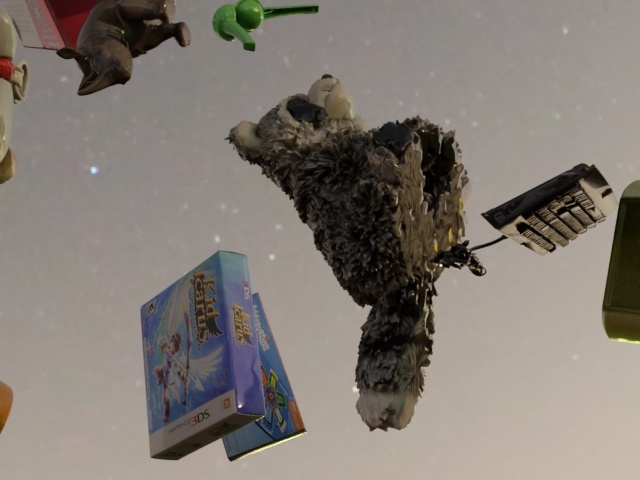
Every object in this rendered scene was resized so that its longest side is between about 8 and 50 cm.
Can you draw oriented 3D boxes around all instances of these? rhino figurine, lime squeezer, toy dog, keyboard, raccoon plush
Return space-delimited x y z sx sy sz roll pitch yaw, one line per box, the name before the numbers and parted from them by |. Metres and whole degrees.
rhino figurine | -0.187 -0.218 1.138 0.106 0.243 0.073 4 -43 21
lime squeezer | -0.099 -0.342 1.745 0.110 0.058 0.310 -4 19 20
toy dog | -0.637 -0.252 2.069 0.161 0.333 0.220 1 -35 -5
keyboard | 0.232 -0.009 1.265 0.202 0.033 0.317 -28 -15 15
raccoon plush | 0.000 0.000 1.482 0.299 0.446 0.216 5 -20 34

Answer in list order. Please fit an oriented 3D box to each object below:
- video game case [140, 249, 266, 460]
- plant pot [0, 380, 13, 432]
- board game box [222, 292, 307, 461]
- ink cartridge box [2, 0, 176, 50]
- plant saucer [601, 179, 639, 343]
video game case | -0.194 0.185 1.809 0.061 0.269 0.244 13 -33 -39
plant pot | -0.625 0.266 1.799 0.205 0.205 0.188 -32 -60 30
board game box | -0.135 0.240 2.037 0.145 0.281 0.027 -22 -29 2
ink cartridge box | -0.362 -0.447 1.437 0.160 0.279 0.384 -29 -68 -17
plant saucer | 0.376 0.021 1.228 0.045 0.188 0.188 13 -4 -31
